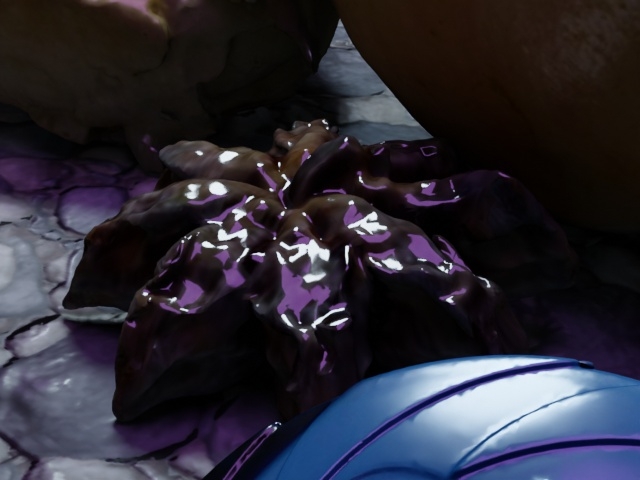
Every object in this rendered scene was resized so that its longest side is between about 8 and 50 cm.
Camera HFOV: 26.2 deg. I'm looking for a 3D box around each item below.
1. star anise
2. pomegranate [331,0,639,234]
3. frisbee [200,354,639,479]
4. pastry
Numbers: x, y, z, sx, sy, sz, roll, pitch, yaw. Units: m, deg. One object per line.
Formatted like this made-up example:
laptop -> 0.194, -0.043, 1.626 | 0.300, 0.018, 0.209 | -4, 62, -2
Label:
star anise -> 0.001, 0.000, 0.656 | 0.236, 0.109, 0.223 | -11, 27, -20
pomegranate -> 0.193, -0.198, 0.745 | 0.412, 0.411, 0.411 | 2, 28, -1
frisbee -> 0.041, 0.133, 0.338 | 0.242, 0.045, 0.242 | -7, 57, 11
pastry -> -0.125, -0.201, 0.894 | 0.330, 0.136, 0.329 | 1, 47, -1
